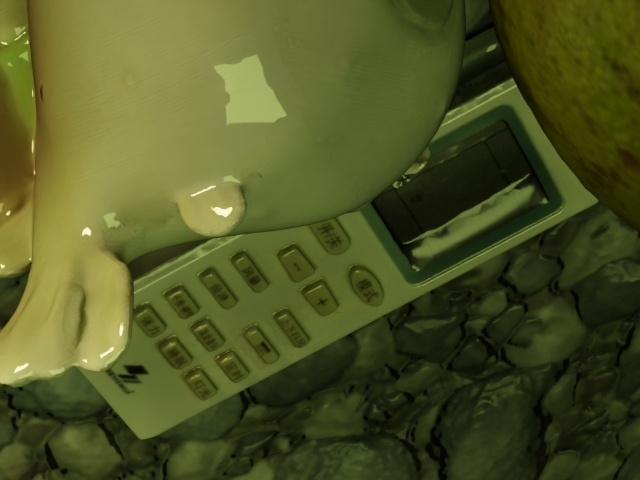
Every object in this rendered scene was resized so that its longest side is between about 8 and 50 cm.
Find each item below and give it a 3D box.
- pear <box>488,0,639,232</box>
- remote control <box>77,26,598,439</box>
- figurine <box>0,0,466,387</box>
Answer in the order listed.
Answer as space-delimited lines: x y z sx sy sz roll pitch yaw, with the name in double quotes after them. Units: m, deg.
0.246 -0.127 0.778 0.352 0.352 0.413 -25 155 6 "pear"
0.000 0.000 0.997 0.277 0.055 0.103 -28 130 8 "remote control"
-0.131 -0.035 0.823 0.394 0.275 0.226 -21 129 26 "figurine"
